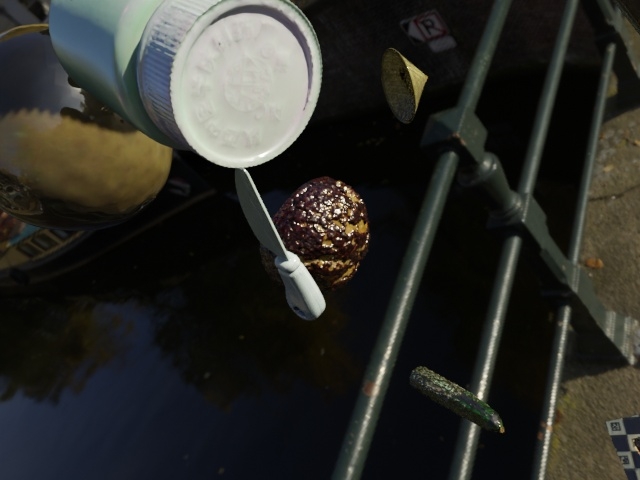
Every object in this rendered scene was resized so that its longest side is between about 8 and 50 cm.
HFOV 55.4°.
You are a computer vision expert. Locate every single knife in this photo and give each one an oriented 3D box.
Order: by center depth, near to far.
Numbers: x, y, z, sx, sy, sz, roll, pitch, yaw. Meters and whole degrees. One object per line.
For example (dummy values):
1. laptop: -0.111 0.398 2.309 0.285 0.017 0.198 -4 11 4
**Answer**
1. knife: -0.073 0.008 0.962 0.080 0.331 0.044 22 58 44

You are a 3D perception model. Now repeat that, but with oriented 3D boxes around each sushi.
1. sushi: 0.643 0.421 1.142 0.139 0.031 0.200 -26 76 33

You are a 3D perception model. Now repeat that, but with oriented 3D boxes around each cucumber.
1. cucumber: 0.343 0.400 1.536 0.067 0.067 0.294 -55 36 -10

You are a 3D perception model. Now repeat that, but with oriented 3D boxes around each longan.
1. longan: -0.384 -0.163 0.922 0.319 0.319 0.318 -30 37 26

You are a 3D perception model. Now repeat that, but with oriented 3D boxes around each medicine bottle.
1. medicine bottle: -0.114 -0.151 0.484 0.139 0.139 0.225 -51 47 -5

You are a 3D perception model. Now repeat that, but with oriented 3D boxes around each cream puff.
1. cream puff: 0.000 0.000 1.169 0.165 0.239 0.239 37 84 18

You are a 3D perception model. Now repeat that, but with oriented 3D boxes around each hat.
1. hat: 0.177 -0.304 1.170 0.067 0.146 0.146 -19 31 -12

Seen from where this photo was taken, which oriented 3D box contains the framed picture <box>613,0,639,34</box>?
1. framed picture: 0.606 -0.480 1.128 0.020 0.289 0.211 -43 8 -1
